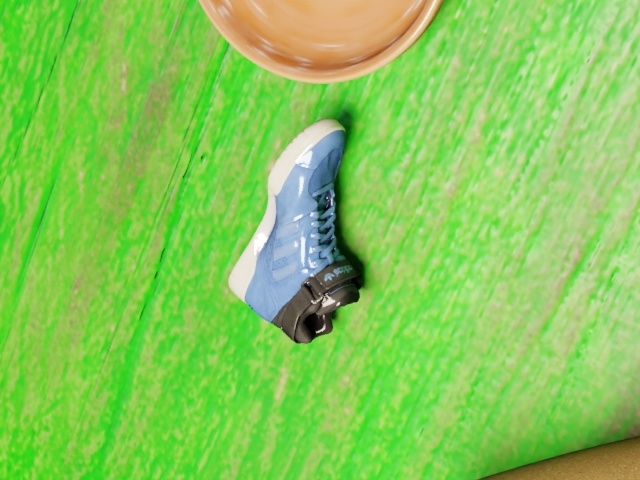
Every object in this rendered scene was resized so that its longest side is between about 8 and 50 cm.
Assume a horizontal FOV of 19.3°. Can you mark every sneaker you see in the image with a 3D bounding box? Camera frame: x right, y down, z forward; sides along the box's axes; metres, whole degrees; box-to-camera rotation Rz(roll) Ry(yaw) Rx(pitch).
[{"bbox_3d":[0.001,0.000,1.217,0.084,0.058,0.152,41,123,23],"label":"sneaker"}]

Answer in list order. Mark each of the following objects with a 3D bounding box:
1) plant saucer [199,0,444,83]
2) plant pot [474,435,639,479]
[{"bbox_3d":[0.002,-0.200,1.183,0.200,0.037,0.200,7,105,30],"label":"plant saucer"},{"bbox_3d":[0.195,0.208,1.073,0.254,0.237,0.237,-30,86,18],"label":"plant pot"}]
